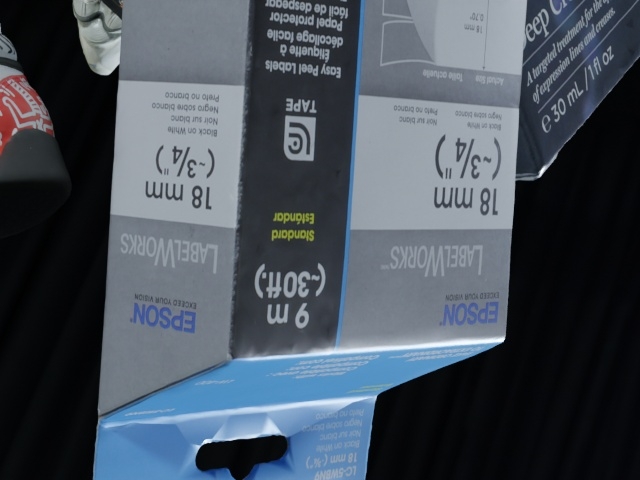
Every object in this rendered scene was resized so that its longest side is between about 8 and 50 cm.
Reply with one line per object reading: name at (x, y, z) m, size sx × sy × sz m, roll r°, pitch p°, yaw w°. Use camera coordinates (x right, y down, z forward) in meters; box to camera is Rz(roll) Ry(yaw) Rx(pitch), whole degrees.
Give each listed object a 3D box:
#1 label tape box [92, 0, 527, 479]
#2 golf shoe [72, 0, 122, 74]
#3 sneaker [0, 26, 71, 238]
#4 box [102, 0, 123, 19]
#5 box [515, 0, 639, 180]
label tape box at (0.000, 0.000, 1.053) m, size 0.106 × 0.333 × 0.241 m, roll 7°, pitch 5°, yaw 41°
golf shoe at (-0.141, -0.203, 1.522) m, size 0.069 × 0.176 × 0.086 m, roll 29°, pitch -39°, yaw 15°
sneaker at (-0.248, -0.075, 0.894) m, size 0.270 × 0.145 × 0.090 m, roll 1°, pitch -31°, yaw -49°
box at (-0.100, -0.245, 1.132) m, size 0.184 × 0.191 × 0.045 m, roll 42°, pitch 10°, yaw -45°
box at (0.078, -0.277, 1.408) m, size 0.212 × 0.293 × 0.395 m, roll -5°, pitch -62°, yaw 38°
